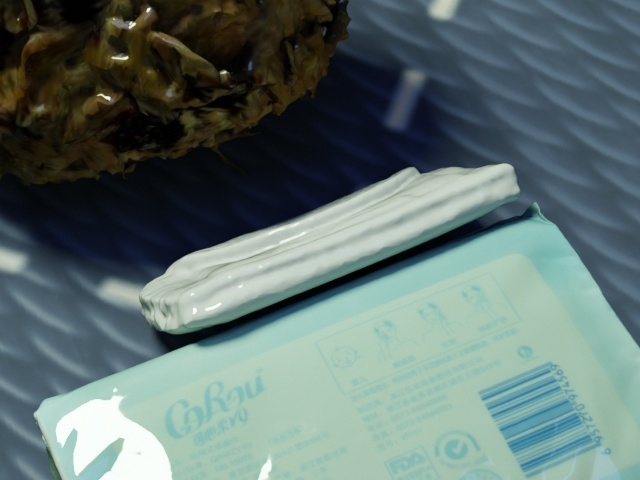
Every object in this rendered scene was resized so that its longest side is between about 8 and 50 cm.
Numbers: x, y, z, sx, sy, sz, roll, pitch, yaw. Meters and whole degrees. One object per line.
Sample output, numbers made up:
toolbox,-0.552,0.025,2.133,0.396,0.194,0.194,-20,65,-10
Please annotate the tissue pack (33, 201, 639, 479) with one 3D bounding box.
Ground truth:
tissue pack,0.024,0.109,0.816,0.263,0.089,0.177,-23,55,-11

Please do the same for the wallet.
wallet,0.000,0.000,0.884,0.183,0.124,0.032,-20,98,-13

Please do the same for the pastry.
pastry,-0.108,-0.160,0.937,0.275,0.274,0.193,9,19,8
